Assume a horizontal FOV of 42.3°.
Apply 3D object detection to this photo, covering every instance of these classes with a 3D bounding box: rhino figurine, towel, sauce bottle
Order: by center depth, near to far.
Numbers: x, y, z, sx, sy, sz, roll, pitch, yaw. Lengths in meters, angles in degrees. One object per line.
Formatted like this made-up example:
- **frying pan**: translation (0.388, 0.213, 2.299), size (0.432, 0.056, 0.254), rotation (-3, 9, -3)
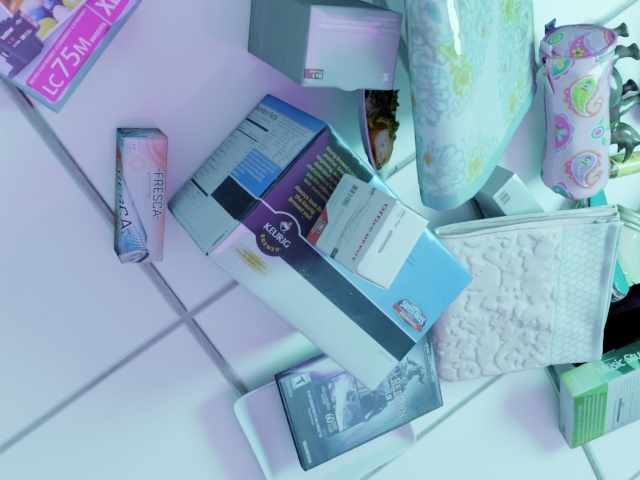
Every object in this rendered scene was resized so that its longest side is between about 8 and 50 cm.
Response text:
- **towel**: translation (0.211, -0.268, 1.138), size (0.374, 0.090, 0.320), rotation (-53, 140, -43)
- **towel**: translation (0.338, 0.101, 1.399), size (0.317, 0.053, 0.332), rotation (-7, 126, -2)
- **rhino figurine**: translation (0.492, -0.236, 1.401), size (0.106, 0.073, 0.243), rotation (-20, 120, 6)
- **sauce bottle**: translation (0.522, -0.130, 1.476), size (0.128, 0.042, 0.042), rotation (-14, 115, -21)

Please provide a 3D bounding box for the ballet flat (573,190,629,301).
- **ballet flat**: translation (0.485, 0.005, 1.479), size (0.077, 0.079, 0.221), rotation (-2, 75, -41)

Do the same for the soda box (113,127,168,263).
- **soda box**: translation (-0.250, -0.063, 1.145), size (0.063, 0.058, 0.183), rotation (-3, 111, -24)

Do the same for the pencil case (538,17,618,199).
- **pencil case**: translation (0.407, -0.206, 1.325), size (0.124, 0.124, 0.284), rotation (-25, 130, -13)

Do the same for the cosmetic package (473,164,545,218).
- **cosmetic package**: translation (0.344, -0.033, 1.404), size (0.060, 0.099, 0.239), rotation (-48, 122, -3)

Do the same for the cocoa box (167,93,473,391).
- **cocoa box**: translation (0.000, 0.000, 1.181), size (0.228, 0.231, 0.347), rotation (-48, 121, -2)

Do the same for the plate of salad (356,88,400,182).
- **plate of salad**: translation (0.089, -0.181, 1.181), size (0.048, 0.200, 0.200), rotation (-5, 117, 15)

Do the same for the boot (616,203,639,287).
- **boot**: translation (0.596, 0.032, 1.558), size (0.213, 0.077, 0.165), rotation (22, 98, -29)

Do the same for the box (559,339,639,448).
- **box**: translation (0.617, 0.273, 1.600), size (0.322, 0.058, 0.232), rotation (-23, 139, -4)

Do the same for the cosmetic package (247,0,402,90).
- **cosmetic package**: translation (-0.002, -0.267, 1.070), size (0.127, 0.238, 0.107), rotation (-2, 110, -24)

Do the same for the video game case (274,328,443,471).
- **video game case**: translation (0.072, 0.252, 1.384), size (0.274, 0.026, 0.196), rotation (-21, 118, -15)

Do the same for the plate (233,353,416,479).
- **plate**: translation (0.010, 0.307, 1.418), size (0.278, 0.045, 0.277), rotation (-26, 119, -13)

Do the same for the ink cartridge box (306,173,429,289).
- **ink cartridge box**: translation (0.054, -0.012, 0.987), size (0.056, 0.135, 0.099), rotation (29, 94, -31)

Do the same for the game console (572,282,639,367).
- **game console**: translation (0.604, 0.203, 1.613), size (0.213, 0.044, 0.361), rotation (-32, 137, 22)

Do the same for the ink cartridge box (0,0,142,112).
- **ink cartridge box**: translation (-0.392, -0.316, 0.980), size (0.311, 0.065, 0.186), rotation (36, 92, -29)
